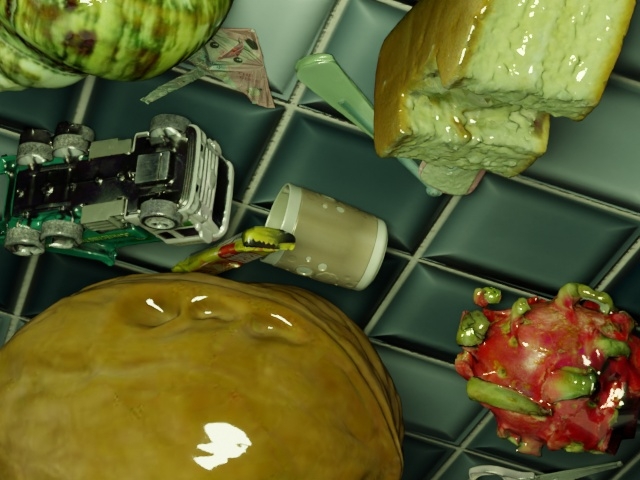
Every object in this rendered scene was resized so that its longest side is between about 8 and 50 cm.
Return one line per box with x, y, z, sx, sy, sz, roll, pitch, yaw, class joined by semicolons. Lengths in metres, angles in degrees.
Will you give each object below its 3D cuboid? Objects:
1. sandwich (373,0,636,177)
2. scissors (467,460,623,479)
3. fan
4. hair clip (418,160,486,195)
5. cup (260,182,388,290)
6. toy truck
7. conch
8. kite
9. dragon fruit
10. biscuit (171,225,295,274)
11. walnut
0.139;-0.149;1.348;0.122;0.128;0.236;14;149;-18;sandwich
0.249;0.263;2.042;0.189;0.015;0.100;-17;135;36;scissors
0.047;-0.094;1.560;0.038;0.016;0.193;-18;137;35;fan
0.127;-0.083;1.544;0.054;0.022;0.137;19;144;-11;hair clip
-0.001;0.006;1.674;0.099;0.074;0.102;19;147;-13;cup
-0.179;-0.037;1.646;0.216;0.110;0.116;-8;155;27;toy truck
-0.172;-0.173;1.413;0.181;0.124;0.187;-16;146;41;conch
-0.095;-0.139;1.547;0.137;0.005;0.152;29;145;-23;kite
0.208;0.118;1.711;0.172;0.160;0.166;7;171;7;dragon fruit
-0.081;0.010;1.662;0.048;0.026;0.292;7;172;-15;biscuit
-0.114;0.180;1.739;0.397;0.354;0.308;4;119;14;walnut
